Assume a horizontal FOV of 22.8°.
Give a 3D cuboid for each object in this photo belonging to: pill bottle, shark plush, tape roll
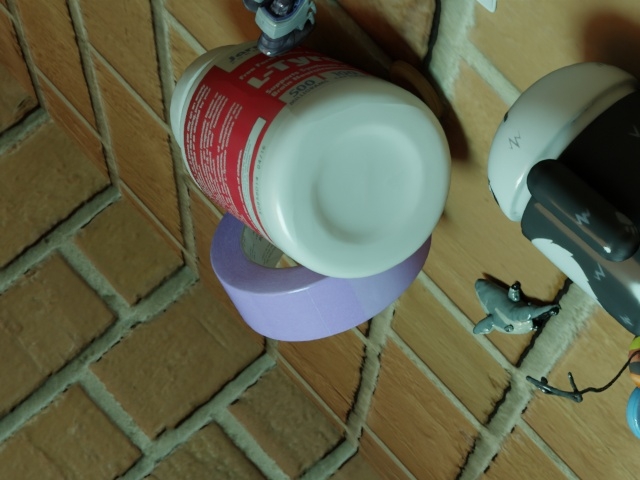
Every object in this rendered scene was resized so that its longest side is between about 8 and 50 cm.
[{"bbox_3d":[-0.033,-0.117,1.910,0.229,0.229,0.408,58,168,-28],"label":"pill bottle"},{"bbox_3d":[0.239,0.084,1.986,0.161,0.073,0.067,-169,71,-75],"label":"shark plush"},{"bbox_3d":[0.000,0.000,2.036,0.275,0.275,0.090,32,156,51],"label":"tape roll"}]

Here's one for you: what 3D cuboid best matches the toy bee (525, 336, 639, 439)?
[{"bbox_3d":[0.374,0.135,1.575,0.298,0.162,0.195,30,174,-42],"label":"toy bee"}]

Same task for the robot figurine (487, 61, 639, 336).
[{"bbox_3d":[0.270,-0.028,1.363,0.278,0.173,0.209,44,165,19],"label":"robot figurine"}]

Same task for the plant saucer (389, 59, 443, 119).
[{"bbox_3d":[0.107,-0.169,1.816,0.083,0.013,0.083,47,166,16],"label":"plant saucer"}]

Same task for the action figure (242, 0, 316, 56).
[{"bbox_3d":[-0.045,-0.327,1.727,0.185,0.099,0.285,53,163,18],"label":"action figure"}]

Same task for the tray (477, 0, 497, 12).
[{"bbox_3d":[0.117,-0.320,1.379,0.145,0.030,0.270,44,164,20],"label":"tray"}]
